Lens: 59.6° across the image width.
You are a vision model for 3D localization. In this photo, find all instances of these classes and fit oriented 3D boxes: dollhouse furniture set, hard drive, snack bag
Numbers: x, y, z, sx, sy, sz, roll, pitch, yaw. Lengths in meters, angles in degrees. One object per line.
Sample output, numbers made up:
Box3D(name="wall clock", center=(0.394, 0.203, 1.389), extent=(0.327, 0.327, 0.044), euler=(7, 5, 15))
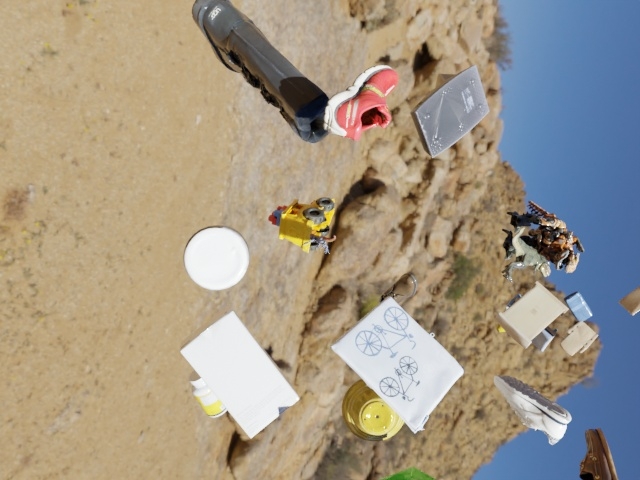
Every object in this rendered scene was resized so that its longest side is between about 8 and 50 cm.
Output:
Box3D(name="dollhouse furniture set", center=(0.734, 0.344, 1.952), extent=(0.198, 0.286, 0.303), euler=(-34, 154, -18))
Box3D(name="hard drive", center=(0.373, -0.376, 1.618), extent=(0.254, 0.054, 0.172), euler=(-40, 122, -17))
Box3D(name="dollhouse furniture set", center=(1.026, 0.230, 1.721), extent=(0.151, 0.123, 0.144), euler=(46, 9, -50))
Box3D(name="snack bag", center=(0.240, 0.353, 1.664), extent=(0.323, 0.342, 0.037), euler=(-33, 160, -44))

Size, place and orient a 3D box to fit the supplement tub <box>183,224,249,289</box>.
Box3D(name="supplement tub", center=(-0.345, 0.050, 1.896), extent=(0.338, 0.207, 0.207), euler=(-167, -94, -83))

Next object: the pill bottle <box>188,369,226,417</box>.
Box3D(name="pill bottle", center=(-0.419, 0.565, 2.095), extent=(0.103, 0.103, 0.184), euler=(-71, 143, -55))

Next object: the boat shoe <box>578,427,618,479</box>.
Box3D(name="boat shoe", center=(0.561, 0.472, 1.129), extent=(0.207, 0.073, 0.073), euler=(-77, 150, -55))

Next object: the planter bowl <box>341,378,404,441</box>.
Box3D(name="planter bowl", center=(0.179, 0.556, 1.804), extent=(0.090, 0.217, 0.217), euler=(-154, -107, -88))

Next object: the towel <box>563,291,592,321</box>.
Box3D(name="towel", center=(1.031, 0.264, 2.237), extent=(0.119, 0.067, 0.029), euler=(55, 13, -9))

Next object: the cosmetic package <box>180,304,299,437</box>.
Box3D(name="cosmetic package", center=(-0.272, 0.433, 1.878), extent=(0.385, 0.217, 0.156), euler=(56, -9, -7))

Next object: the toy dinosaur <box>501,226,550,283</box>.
Box3D(name="toy dinosaur", center=(0.537, 0.055, 1.500), extent=(0.118, 0.064, 0.268), euler=(-50, 138, 6))

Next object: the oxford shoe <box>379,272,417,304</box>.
Box3D(name="oxford shoe", center=(0.291, 0.200, 2.113), extent=(0.096, 0.083, 0.227), euler=(-26, 160, -35))

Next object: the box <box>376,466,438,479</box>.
Box3D(name="box", center=(0.219, 0.832, 1.640), extent=(0.126, 0.261, 0.231), euler=(3, -80, 61))

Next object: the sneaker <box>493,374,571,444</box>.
Box3D(name="sneaker", center=(0.579, 0.469, 1.579), extent=(0.090, 0.235, 0.095), euler=(1, 115, -41))

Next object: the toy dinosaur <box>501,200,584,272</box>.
Box3D(name="toy dinosaur", center=(0.701, -0.012, 1.770), extent=(0.322, 0.218, 0.165), euler=(-84, 175, -72))

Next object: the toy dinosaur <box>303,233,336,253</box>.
Box3D(name="toy dinosaur", center=(0.000, 0.000, 1.541), extent=(0.047, 0.090, 0.082), euler=(45, 11, -46))

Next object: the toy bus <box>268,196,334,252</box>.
Box3D(name="toy bus", center=(-0.073, -0.083, 2.045), extent=(0.220, 0.211, 0.150), euler=(-51, 156, -50))

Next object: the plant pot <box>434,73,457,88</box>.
Box3D(name="plant pot", center=(0.440, -0.476, 1.839), extent=(0.096, 0.108, 0.109), euler=(-105, -163, -49))

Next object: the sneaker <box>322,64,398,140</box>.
Box3D(name="sneaker", center=(0.116, -0.305, 1.283), extent=(0.279, 0.118, 0.107), euler=(-47, 159, -36))

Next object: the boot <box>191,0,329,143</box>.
Box3D(name="boot", center=(-0.119, -0.441, 1.531), extent=(0.146, 0.445, 0.367), euler=(-48, 163, 8))
